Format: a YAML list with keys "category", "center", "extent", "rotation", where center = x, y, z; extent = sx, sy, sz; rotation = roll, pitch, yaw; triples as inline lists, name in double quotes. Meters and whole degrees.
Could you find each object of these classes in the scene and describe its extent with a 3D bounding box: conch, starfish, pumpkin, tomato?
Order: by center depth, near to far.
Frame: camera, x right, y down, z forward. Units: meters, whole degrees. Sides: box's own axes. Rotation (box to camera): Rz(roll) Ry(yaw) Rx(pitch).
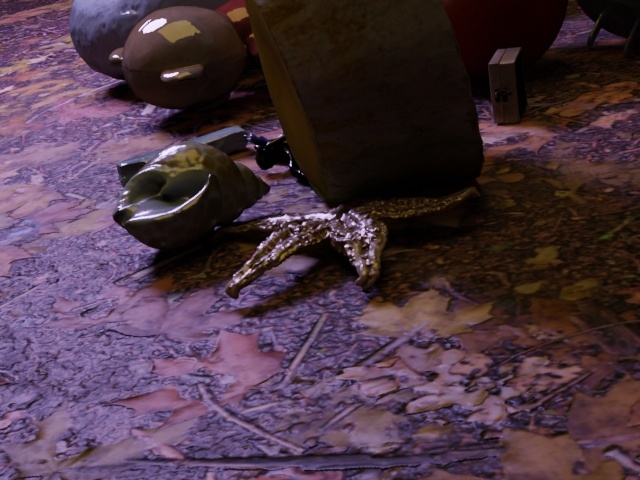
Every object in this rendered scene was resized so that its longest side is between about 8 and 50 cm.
- category: "starfish"
  center: [-0.002, -0.005, 1.153]
  extent: [0.295, 0.048, 0.231]
  rotation: [-4, 22, 25]
- category: "conch"
  center: [-0.147, -0.044, 1.257]
  extent: [0.116, 0.106, 0.173]
  rotation: [-10, 29, 28]
- category: "pumpkin"
  center: [0.033, -0.187, 1.260]
  extent: [0.199, 0.332, 0.332]
  rotation: [-23, 21, 3]
- category: "tomato"
  center: [0.219, -0.344, 1.665]
  extent: [0.299, 0.226, 0.298]
  rotation: [-15, 25, 7]

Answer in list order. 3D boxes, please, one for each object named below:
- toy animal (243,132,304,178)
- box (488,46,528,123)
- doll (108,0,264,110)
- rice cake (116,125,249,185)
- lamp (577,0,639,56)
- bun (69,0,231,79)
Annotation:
- category: "toy animal"
  center: [-0.029, -0.115, 1.452]
  extent: [0.108, 0.062, 0.220]
  rotation: [-37, 29, -14]
- category: "box"
  center: [0.236, -0.196, 1.479]
  extent: [0.035, 0.079, 0.083]
  rotation: [-2, 23, 18]
- category: "doll"
  center: [-0.146, -0.297, 1.795]
  extent: [0.330, 0.174, 0.235]
  rotation: [-22, 30, -31]
- category: "rice cake"
  center: [-0.178, -0.111, 1.530]
  extent: [0.180, 0.030, 0.042]
  rotation: [-19, 25, -19]
- category: "lamp"
  center: [0.449, -0.395, 1.646]
  extent: [0.247, 0.301, 0.247]
  rotation: [18, 71, 22]
- category: "bun"
  center: [-0.249, -0.382, 2.027]
  extent: [0.354, 0.194, 0.354]
  rotation: [-15, 21, 6]
